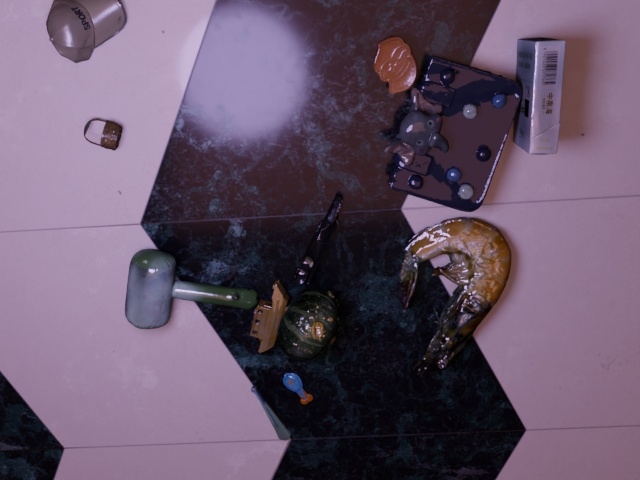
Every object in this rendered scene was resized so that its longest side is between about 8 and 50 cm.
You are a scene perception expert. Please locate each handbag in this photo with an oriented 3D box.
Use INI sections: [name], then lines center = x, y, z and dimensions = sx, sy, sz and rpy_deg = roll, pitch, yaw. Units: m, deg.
[handbag]
center = 0.292, -0.245, 1.523
dimensions = 0.268, 0.118, 0.326
rpy_deg = 14, 107, -2

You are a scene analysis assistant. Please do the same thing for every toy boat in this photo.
[toy boat]
center = -0.137, 0.198, 1.718
dimensions = 0.077, 0.057, 0.201
rpy_deg = 18, 110, 2

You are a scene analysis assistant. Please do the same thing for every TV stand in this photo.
[TV stand]
center = 0.000, 0.000, 1.654
dimensions = 0.042, 0.036, 0.249
rpy_deg = 25, 108, -5

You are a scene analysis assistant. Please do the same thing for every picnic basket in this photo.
[picnic basket]
center = -0.522, -0.257, 1.565
dimensions = 0.083, 0.072, 0.072
rpy_deg = 15, 109, -13

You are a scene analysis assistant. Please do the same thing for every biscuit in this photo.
[biscuit]
center = 0.170, -0.400, 1.487
dimensions = 0.102, 0.019, 0.131
rpy_deg = -34, 77, 36

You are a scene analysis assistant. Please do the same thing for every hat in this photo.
[hat]
center = -0.532, -0.501, 1.472
dimensions = 0.175, 0.085, 0.147
rpy_deg = -27, 105, 12

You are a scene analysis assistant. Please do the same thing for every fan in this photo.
[fan]
center = -0.143, 0.486, 1.838
dimensions = 0.038, 0.016, 0.193
rpy_deg = -27, 107, 13

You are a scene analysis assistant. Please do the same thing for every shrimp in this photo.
[shrimp]
center = 0.311, 0.147, 1.675
dimensions = 0.271, 0.085, 0.446
rpy_deg = 21, 106, 0

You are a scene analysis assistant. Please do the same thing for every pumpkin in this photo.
[pumpkin]
center = -0.028, 0.212, 1.653
dimensions = 0.146, 0.190, 0.191
rpy_deg = 17, 109, 3

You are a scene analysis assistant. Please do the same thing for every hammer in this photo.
[hammer]
center = -0.327, 0.139, 1.683
dimensions = 0.335, 0.119, 0.207
rpy_deg = 8, 111, -8

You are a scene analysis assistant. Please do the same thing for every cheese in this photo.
[cheese]
center = -0.064, 0.408, 1.808
dimensions = 0.047, 0.017, 0.111
rpy_deg = -32, 105, 15

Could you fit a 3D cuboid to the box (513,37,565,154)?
[box]
center = 0.486, -0.325, 1.466
dimensions = 0.067, 0.155, 0.243
rpy_deg = -2, 110, 4
